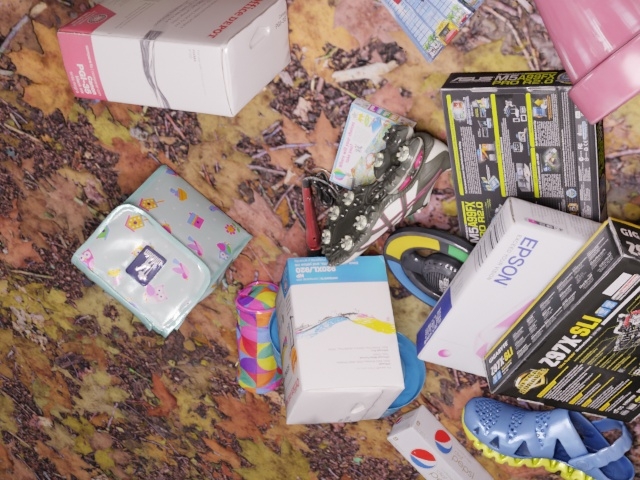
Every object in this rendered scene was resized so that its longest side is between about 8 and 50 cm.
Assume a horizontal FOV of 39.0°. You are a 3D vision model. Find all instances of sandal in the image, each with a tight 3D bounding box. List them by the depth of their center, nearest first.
[{"bbox_3d":[0.402,0.331,1.554,0.317,0.126,0.138,17,126,6],"label":"sandal"}]

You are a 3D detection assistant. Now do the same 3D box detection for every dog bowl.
[{"bbox_3d":[0.042,0.212,1.633,0.297,0.166,0.074,27,142,8],"label":"dog bowl"}]

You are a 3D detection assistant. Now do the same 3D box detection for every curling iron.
[{"bbox_3d":[0.000,0.000,1.569,0.068,0.035,0.274,13,124,18],"label":"curling iron"}]

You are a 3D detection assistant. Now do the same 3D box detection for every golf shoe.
[{"bbox_3d":[0.103,-0.051,1.405,0.120,0.105,0.273,14,129,-35],"label":"golf shoe"}]

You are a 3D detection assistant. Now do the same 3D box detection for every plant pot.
[{"bbox_3d":[0.361,-0.271,1.097,0.201,0.201,0.180,-39,84,41],"label":"plant pot"}]

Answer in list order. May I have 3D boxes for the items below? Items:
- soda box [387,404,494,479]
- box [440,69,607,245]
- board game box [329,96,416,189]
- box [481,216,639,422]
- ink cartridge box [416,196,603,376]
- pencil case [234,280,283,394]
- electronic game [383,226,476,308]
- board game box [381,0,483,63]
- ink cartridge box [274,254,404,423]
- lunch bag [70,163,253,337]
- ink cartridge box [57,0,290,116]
[{"bbox_3d":[0.232,0.419,1.734,0.216,0.069,0.074,46,131,-9],"label":"soda box"},{"bbox_3d":[0.300,-0.113,1.320,0.216,0.060,0.270,3,124,27],"label":"box"},{"bbox_3d":[0.082,-0.140,1.439,0.103,0.026,0.154,25,131,10],"label":"board game box"},{"bbox_3d":[0.424,0.127,1.280,0.257,0.079,0.322,15,132,-18],"label":"box"},{"bbox_3d":[0.357,0.105,1.360,0.330,0.071,0.324,16,133,-10],"label":"ink cartridge box"},{"bbox_3d":[-0.120,0.191,1.742,0.104,0.104,0.236,18,128,16],"label":"pencil case"},{"bbox_3d":[0.205,0.057,1.459,0.229,0.048,0.229,26,152,15],"label":"electronic game"},{"bbox_3d":[0.138,-0.375,1.217,0.194,0.060,0.194,39,132,-3],"label":"board game box"},{"bbox_3d":[0.025,0.167,1.496,0.168,0.233,0.171,-1,151,-12],"label":"ink cartridge box"},{"bbox_3d":[-0.282,0.026,1.597,0.223,0.262,0.160,40,132,-2],"label":"lunch bag"},{"bbox_3d":[-0.214,-0.293,1.366,0.283,0.207,0.117,11,128,22],"label":"ink cartridge box"}]
